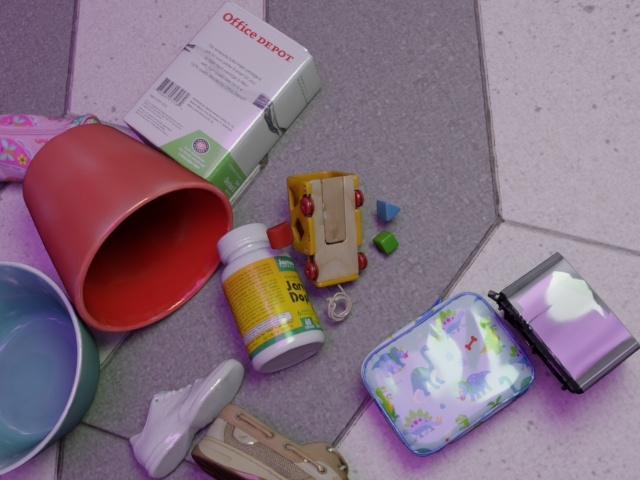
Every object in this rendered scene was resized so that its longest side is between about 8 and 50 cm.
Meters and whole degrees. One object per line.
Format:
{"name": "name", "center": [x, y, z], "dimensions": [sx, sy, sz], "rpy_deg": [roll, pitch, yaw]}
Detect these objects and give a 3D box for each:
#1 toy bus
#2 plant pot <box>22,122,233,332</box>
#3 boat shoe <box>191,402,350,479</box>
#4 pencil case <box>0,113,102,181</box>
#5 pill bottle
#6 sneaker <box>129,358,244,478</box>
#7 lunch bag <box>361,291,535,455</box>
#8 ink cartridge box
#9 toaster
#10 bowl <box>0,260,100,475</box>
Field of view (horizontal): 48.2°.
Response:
{"name": "toy bus", "center": [0.004, -0.012, 1.110], "dimensions": [0.202, 0.191, 0.104], "rpy_deg": [-53, 29, -9]}
{"name": "plant pot", "center": [-0.312, -0.038, 1.108], "dimensions": [0.275, 0.275, 0.243], "rpy_deg": [-45, 61, -6]}
{"name": "boat shoe", "center": [-0.012, 0.330, 0.997], "dimensions": [0.341, 0.121, 0.110], "rpy_deg": [22, 56, 16]}
{"name": "pencil case", "center": [-0.520, -0.163, 1.244], "dimensions": [0.284, 0.124, 0.124], "rpy_deg": [4, 73, 10]}
{"name": "pill bottle", "center": [-0.083, 0.084, 1.089], "dimensions": [0.118, 0.117, 0.208], "rpy_deg": [-25, 70, 2]}
{"name": "sneaker", "center": [-0.210, 0.250, 1.086], "dimensions": [0.094, 0.080, 0.212], "rpy_deg": [38, 84, 30]}
{"name": "lunch bag", "center": [0.179, 0.187, 1.025], "dimensions": [0.219, 0.090, 0.176], "rpy_deg": [-35, 71, -2]}
{"name": "ink cartridge box", "center": [-0.160, -0.233, 1.203], "dimensions": [0.198, 0.115, 0.273], "rpy_deg": [37, 82, 18]}
{"name": "toaster", "center": [0.328, 0.115, 0.971], "dimensions": [0.110, 0.186, 0.168], "rpy_deg": [-40, 69, 7]}
{"name": "bowl", "center": [-0.466, 0.201, 1.093], "dimensions": [0.312, 0.163, 0.311], "rpy_deg": [-3, 73, 11]}
